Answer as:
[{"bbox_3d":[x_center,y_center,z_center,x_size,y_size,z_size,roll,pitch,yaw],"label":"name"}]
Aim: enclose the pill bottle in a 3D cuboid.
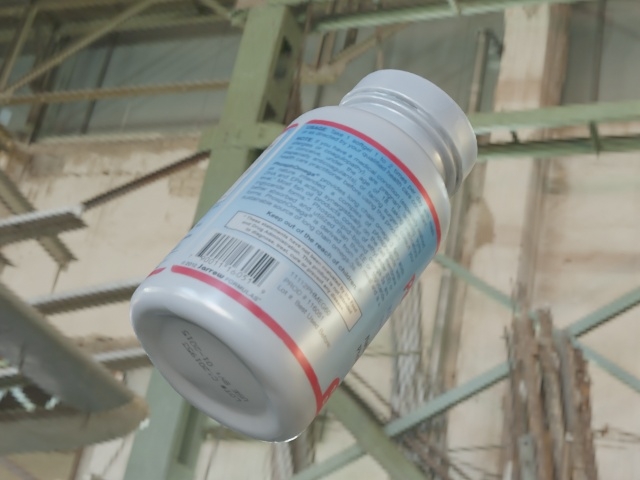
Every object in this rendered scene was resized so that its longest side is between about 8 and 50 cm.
[{"bbox_3d":[0.000,0.000,0.473,0.087,0.160,0.087,28,-32,20],"label":"pill bottle"}]
